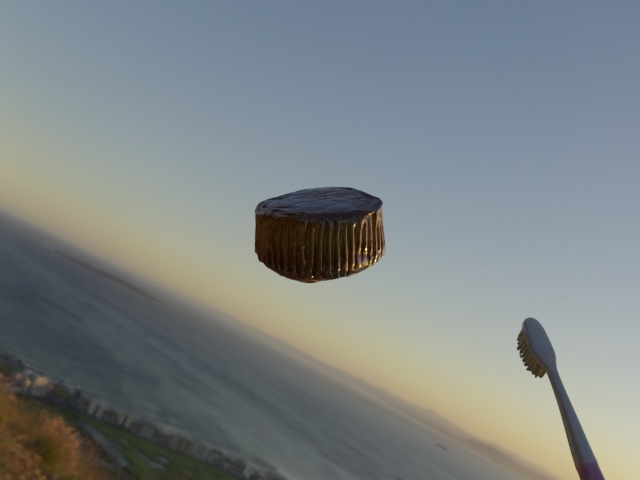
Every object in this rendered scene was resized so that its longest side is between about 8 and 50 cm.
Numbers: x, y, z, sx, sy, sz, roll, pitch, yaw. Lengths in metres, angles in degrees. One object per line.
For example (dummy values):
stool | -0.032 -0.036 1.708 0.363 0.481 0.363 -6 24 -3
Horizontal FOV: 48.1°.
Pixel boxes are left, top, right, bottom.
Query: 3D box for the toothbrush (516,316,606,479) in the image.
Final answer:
toothbrush | 0.178 0.165 0.457 0.020 0.287 0.025 2 -47 -12

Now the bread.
bread | 0.000 0.000 0.449 0.085 0.053 0.085 -2 17 1
